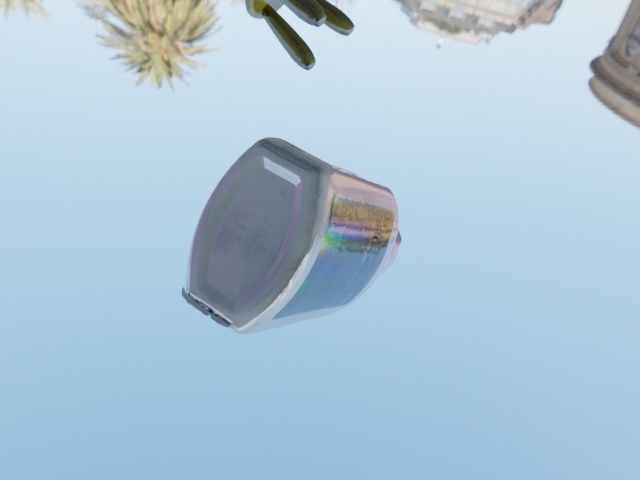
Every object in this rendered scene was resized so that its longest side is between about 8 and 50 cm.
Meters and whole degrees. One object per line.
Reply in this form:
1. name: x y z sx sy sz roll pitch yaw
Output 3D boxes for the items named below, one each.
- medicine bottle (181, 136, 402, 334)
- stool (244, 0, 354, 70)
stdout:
1. medicine bottle: 0.000 0.000 0.438 0.078 0.115 0.219 29 -170 21
2. stool: -0.019 -0.299 0.750 0.110 0.135 0.134 40 -158 6
